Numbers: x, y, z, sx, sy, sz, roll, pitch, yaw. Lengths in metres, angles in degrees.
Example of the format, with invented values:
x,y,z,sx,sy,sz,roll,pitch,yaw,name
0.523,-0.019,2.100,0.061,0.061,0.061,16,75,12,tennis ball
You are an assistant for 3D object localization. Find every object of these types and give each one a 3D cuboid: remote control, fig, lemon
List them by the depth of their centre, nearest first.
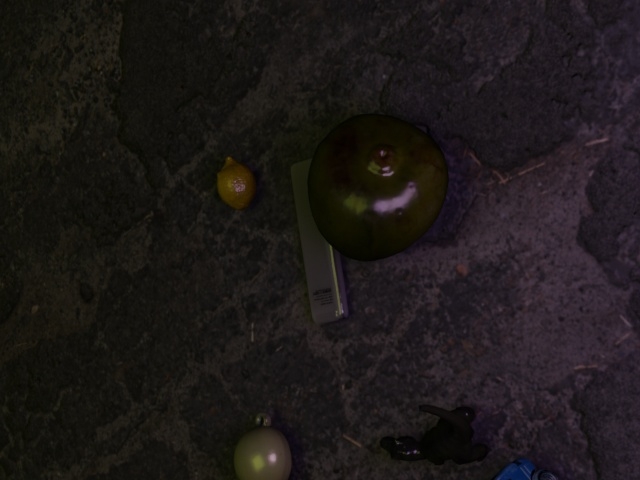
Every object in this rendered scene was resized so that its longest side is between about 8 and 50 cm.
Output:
x,y,z,sx,sy,sz,roll,pitch,yaw,name
0.080,-0.066,1.712,0.203,0.203,0.225,51,161,25,fig
0.000,0.000,1.855,0.067,0.029,0.261,-14,80,37,remote control
-0.137,-0.093,1.930,0.065,0.065,0.092,-16,90,36,lemon

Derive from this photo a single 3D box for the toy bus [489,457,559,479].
x,y,z,sx,sy,sz,roll,pitch,yaw,name
0.290,0.418,1.560,0.246,0.134,0.113,53,137,23,toy bus

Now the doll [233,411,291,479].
x,y,z,sx,sy,sz,roll,pitch,yaw,name
-0.083,0.422,1.882,0.141,0.117,0.296,-12,70,51,doll

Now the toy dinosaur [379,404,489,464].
x,y,z,sx,sy,sz,roll,pitch,yaw,name
0.147,0.287,1.653,0.187,0.179,0.087,-35,70,35,toy dinosaur
